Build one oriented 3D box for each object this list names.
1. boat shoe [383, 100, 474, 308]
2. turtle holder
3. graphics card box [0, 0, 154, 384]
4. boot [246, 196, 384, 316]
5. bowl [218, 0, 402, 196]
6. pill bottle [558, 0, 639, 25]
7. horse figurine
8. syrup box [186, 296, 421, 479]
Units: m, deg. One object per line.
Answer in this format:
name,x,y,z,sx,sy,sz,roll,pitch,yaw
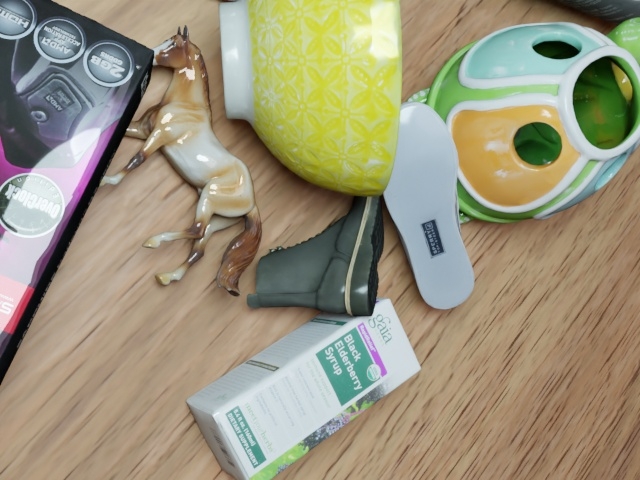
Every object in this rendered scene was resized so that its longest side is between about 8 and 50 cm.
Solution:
boat shoe,0.117,-0.044,0.919,0.095,0.084,0.258,-12,115,-1
turtle holder,0.292,-0.150,0.962,0.320,0.227,0.243,-6,89,-28
graphics card box,-0.325,-0.050,0.680,0.233,0.094,0.370,25,74,-9
boot,0.000,0.000,0.889,0.198,0.137,0.076,-75,160,-49
bowl,-0.022,-0.184,0.794,0.156,0.289,0.289,-4,89,-7
pill bottle,0.356,-0.413,1.027,0.361,0.204,0.204,10,82,-27
horse figurine,-0.140,-0.069,0.817,0.174,0.066,0.263,-38,98,-25
syrup box,-0.015,0.157,0.854,0.237,0.096,0.093,-30,102,-25
